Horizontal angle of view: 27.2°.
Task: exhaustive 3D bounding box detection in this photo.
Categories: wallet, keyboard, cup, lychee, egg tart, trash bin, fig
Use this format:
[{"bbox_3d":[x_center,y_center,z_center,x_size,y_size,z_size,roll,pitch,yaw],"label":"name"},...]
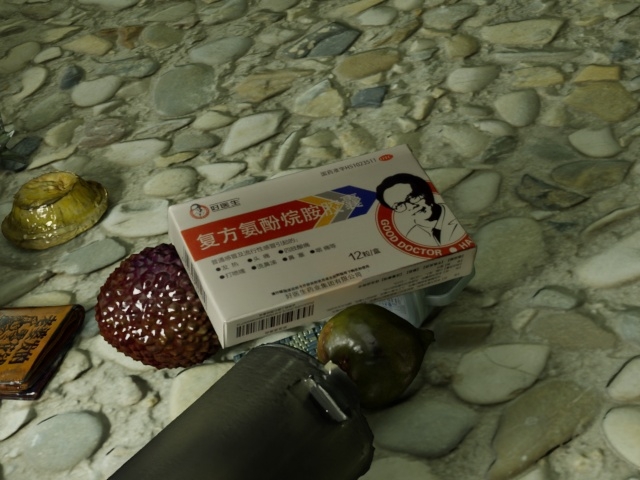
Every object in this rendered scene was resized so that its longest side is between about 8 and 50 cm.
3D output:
[{"bbox_3d":[-0.445,0.155,1.918,0.161,0.042,0.195,0,36,22],"label":"wallet"},{"bbox_3d":[-0.030,0.146,1.796,0.176,0.014,0.055,-19,36,-6],"label":"keyboard"},{"bbox_3d":[0.139,0.050,1.801,0.128,0.095,0.129,12,44,31],"label":"cup"},{"bbox_3d":[-0.215,0.088,1.795,0.188,0.188,0.188,-10,33,7],"label":"lychee"},{"bbox_3d":[-0.450,-0.061,2.223,0.191,0.074,0.191,-11,30,6],"label":"egg tart"},{"bbox_3d":[-0.105,0.277,1.457,0.301,0.203,0.252,-42,1,-36],"label":"trash bin"},{"bbox_3d":[0.077,0.154,1.680,0.133,0.185,0.127,27,90,37],"label":"fig"}]

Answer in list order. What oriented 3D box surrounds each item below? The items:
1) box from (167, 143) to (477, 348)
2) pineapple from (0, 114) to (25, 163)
[{"bbox_3d":[0.000,0.000,1.734,0.353,0.069,0.214,-15,50,-19],"label":"box"},{"bbox_3d":[-0.660,-0.122,2.368,0.277,0.119,0.130,-40,-4,-35],"label":"pineapple"}]
